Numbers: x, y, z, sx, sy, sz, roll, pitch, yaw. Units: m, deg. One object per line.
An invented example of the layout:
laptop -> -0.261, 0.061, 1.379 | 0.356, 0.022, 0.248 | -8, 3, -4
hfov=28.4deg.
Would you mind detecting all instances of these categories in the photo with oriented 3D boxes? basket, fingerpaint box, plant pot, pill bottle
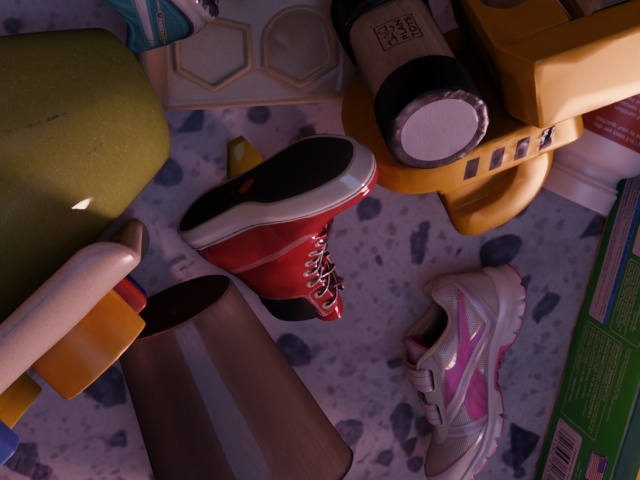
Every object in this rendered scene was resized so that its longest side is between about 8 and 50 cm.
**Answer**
basket -> -0.100, 0.161, 1.253 | 0.204, 0.154, 0.227 | -26, 108, -10
fingerpaint box -> 0.478, 0.148, 1.417 | 0.371, 0.163, 0.445 | 10, 102, -19
plant pot -> -0.286, -0.061, 1.087 | 0.293, 0.274, 0.275 | -30, 113, -23
pill bottle -> 0.301, -0.142, 1.302 | 0.121, 0.121, 0.216 | 21, 98, -21

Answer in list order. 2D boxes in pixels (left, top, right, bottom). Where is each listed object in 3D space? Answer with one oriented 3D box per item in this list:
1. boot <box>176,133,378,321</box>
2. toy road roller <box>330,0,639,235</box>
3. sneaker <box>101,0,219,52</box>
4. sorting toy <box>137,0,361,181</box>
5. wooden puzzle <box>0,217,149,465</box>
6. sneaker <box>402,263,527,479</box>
boot -> 0.000, 0.000, 1.209 | 0.176, 0.244, 0.088 | 44, 50, -23
toy road roller -> 0.180, -0.152, 1.197 | 0.329, 0.202, 0.241 | -22, 139, 1
sneaker -> -0.197, -0.258, 1.060 | 0.110, 0.107, 0.275 | -27, 132, 18
sorting toy -> -0.065, -0.189, 1.224 | 0.229, 0.041, 0.307 | -6, 111, -16
wooden puzzle -> -0.259, 0.121, 1.085 | 0.322, 0.348, 0.080 | -43, 95, -2
sneaker -> 0.135, 0.142, 1.351 | 0.111, 0.103, 0.252 | 8, 96, -15
